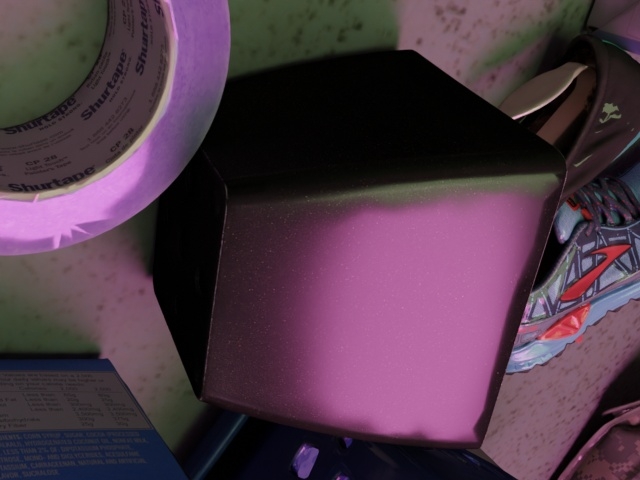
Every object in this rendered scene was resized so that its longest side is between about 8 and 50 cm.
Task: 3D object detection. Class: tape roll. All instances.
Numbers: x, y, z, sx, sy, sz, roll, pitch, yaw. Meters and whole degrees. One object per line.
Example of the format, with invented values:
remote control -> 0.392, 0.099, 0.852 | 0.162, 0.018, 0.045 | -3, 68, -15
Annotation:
tape roll -> -0.142, -0.093, 0.411 | 0.189, 0.080, 0.189 | -18, 126, -27

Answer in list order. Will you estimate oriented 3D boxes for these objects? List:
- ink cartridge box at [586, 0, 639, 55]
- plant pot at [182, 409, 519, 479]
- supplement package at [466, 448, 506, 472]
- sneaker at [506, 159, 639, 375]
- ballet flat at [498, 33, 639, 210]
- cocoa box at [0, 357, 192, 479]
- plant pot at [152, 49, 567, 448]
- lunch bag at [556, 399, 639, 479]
ink cartridge box -> 0.425, -0.251, 0.697 | 0.395, 0.151, 0.270 | -3, 119, -38
plant pot -> 0.018, 0.224, 0.643 | 0.236, 0.212, 0.236 | 31, 97, -45
supplement package -> 0.131, 0.255, 0.771 | 0.105, 0.179, 0.105 | 27, 99, -44
sneaker -> 0.215, -0.003, 0.725 | 0.262, 0.104, 0.125 | -37, 132, -12
ballet flat -> 0.126, -0.037, 0.649 | 0.280, 0.095, 0.096 | -51, 125, -6
cocoa box -> -0.217, 0.262, 0.476 | 0.231, 0.228, 0.347 | 6, 114, -39
plant pot -> 0.000, 0.000, 0.518 | 0.166, 0.187, 0.188 | -1, 119, -24
lunch bag -> 0.400, 0.278, 1.001 | 0.235, 0.169, 0.287 | 18, 110, -43
